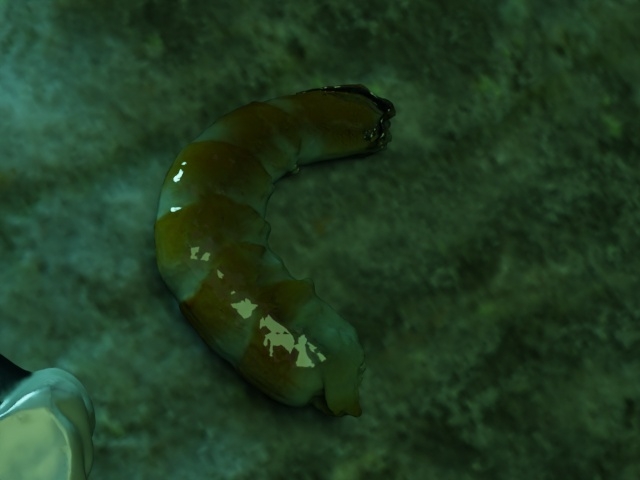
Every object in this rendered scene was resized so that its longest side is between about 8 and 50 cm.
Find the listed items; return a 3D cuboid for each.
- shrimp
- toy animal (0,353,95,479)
[{"bbox_3d":[0.000,0.000,0.953,0.166,0.049,0.161,-38,81,-31],"label":"shrimp"},{"bbox_3d":[-0.196,0.133,0.792,0.208,0.156,0.204,1,72,0],"label":"toy animal"}]
